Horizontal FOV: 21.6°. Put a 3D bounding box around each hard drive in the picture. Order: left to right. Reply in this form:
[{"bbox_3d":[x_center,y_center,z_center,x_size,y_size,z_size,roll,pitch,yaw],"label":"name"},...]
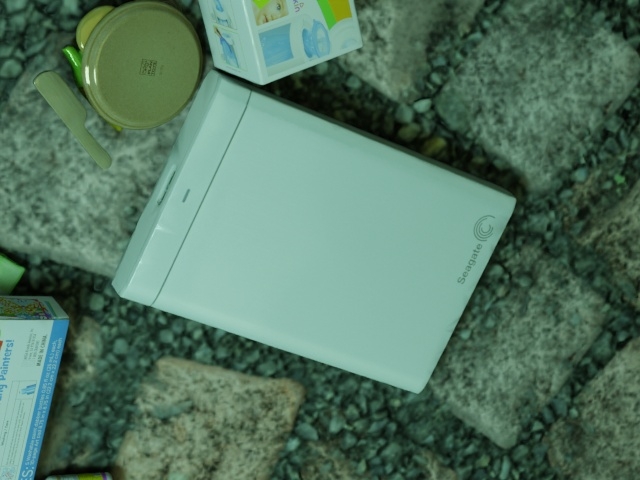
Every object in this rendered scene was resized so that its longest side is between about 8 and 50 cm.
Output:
[{"bbox_3d":[0.000,0.000,1.665,0.353,0.047,0.233,20,102,-28],"label":"hard drive"}]

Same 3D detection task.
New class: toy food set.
[{"bbox_3d":[-0.170,-0.169,1.568,0.192,0.038,0.132,-41,122,-13],"label":"toy food set"}]

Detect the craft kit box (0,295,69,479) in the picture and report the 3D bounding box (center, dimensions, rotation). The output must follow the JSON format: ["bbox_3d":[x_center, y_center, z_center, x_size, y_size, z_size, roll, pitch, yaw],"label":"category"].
[{"bbox_3d":[-0.379,0.170,1.569,0.247,0.061,0.249,1,115,-35],"label":"craft kit box"}]

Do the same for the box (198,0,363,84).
[{"bbox_3d":[-0.051,-0.260,1.523,0.114,0.103,0.203,-24,116,-22],"label":"box"}]

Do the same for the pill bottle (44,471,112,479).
[{"bbox_3d":[-0.251,0.257,1.687,0.083,0.043,0.043,-1,109,-18],"label":"pill bottle"}]

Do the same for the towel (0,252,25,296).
[{"bbox_3d":[-0.366,0.060,1.592,0.113,0.023,0.152,34,94,-28],"label":"towel"}]
